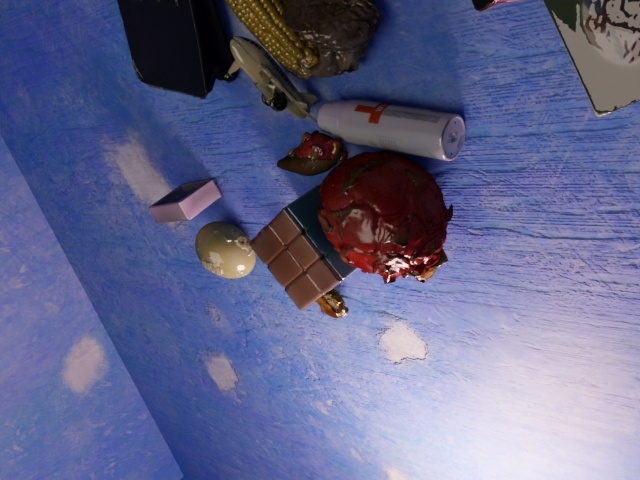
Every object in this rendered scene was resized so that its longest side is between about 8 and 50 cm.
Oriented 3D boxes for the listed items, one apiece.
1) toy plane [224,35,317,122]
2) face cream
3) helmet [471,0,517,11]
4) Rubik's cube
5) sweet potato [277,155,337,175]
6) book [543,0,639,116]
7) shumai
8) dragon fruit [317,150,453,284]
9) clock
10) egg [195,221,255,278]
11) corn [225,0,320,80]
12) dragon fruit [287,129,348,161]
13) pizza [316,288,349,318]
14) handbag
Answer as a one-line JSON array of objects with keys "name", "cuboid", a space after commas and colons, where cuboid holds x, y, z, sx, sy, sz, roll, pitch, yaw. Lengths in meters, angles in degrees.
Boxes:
[{"name": "toy plane", "cuboid": [-0.111, -0.360, 1.636, 0.256, 0.104, 0.242, 31, -171, -27]}, {"name": "face cream", "cuboid": [0.137, -0.246, 1.548, 0.345, 0.102, 0.102, 17, 132, 36]}, {"name": "helmet", "cuboid": [0.340, -0.473, 1.103, 0.253, 0.154, 0.198, 120, 143, -60]}, {"name": "Rubik's cube", "cuboid": [0.000, 0.000, 1.794, 0.225, 0.231, 0.221, 52, 143, 3]}, {"name": "sweet potato", "cuboid": [-0.027, -0.193, 1.790, 0.243, 0.077, 0.077, -12, 111, 52]}, {"name": "book", "cuboid": [0.534, -0.364, 1.081, 0.371, 0.043, 0.260, -17, 105, 50]}, {"name": "shumai", "cuboid": [0.027, -0.430, 1.492, 0.206, 0.166, 0.176, 34, 162, 24]}, {"name": "dragon fruit", "cuboid": [0.138, -0.058, 1.572, 0.342, 0.277, 0.277, 47, 144, 21]}, {"name": "clock", "cuboid": [-0.412, -0.120, 2.194, 0.197, 0.150, 0.063, -4, 120, 48]}, {"name": "egg", "cuboid": [-0.287, 0.030, 2.183, 0.201, 0.164, 0.164, 37, 141, 11]}, {"name": "corn", "cuboid": [-0.115, -0.505, 1.571, 0.347, 0.130, 0.130, 51, 144, -8]}, {"name": "dragon fruit", "cuboid": [0.002, -0.215, 1.635, 0.126, 0.112, 0.068, 14, 103, 41]}, {"name": "pizza", "cuboid": [-0.001, 0.132, 2.046, 0.226, 0.069, 0.147, 47, 165, 11]}, {"name": "handbag", "cuboid": [-0.369, -0.544, 1.817, 0.303, 0.122, 0.329, 21, 134, 37]}]
